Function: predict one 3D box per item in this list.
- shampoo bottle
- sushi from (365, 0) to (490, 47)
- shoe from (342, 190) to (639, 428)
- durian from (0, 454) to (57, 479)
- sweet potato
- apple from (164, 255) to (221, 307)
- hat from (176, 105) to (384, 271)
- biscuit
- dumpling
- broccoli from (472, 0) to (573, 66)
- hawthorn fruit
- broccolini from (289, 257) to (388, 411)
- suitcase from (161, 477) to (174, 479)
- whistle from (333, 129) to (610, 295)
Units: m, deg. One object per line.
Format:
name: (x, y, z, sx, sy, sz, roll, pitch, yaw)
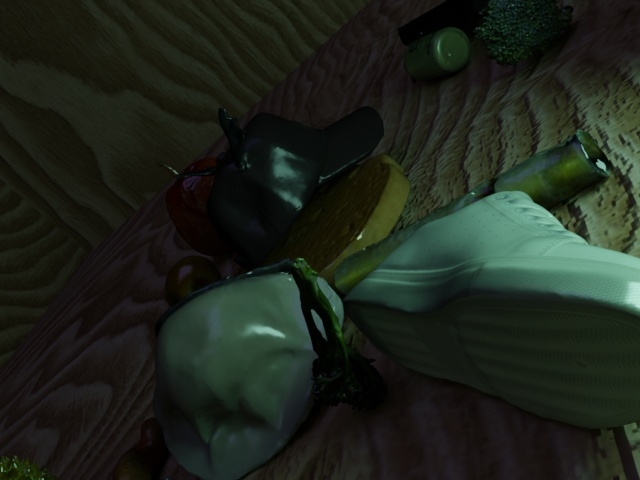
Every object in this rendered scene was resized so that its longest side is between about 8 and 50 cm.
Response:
shampoo bottle: (0.203, -0.337, 1.289, 0.079, 0.079, 0.162, -49, 19, -12)
sushi: (0.277, -0.443, 1.334, 0.343, 0.064, 0.359, -25, 12, 22)
shoe: (0.157, 0.030, 0.543, 0.160, 0.132, 0.363, -46, 14, -19)
durian: (-0.405, 0.407, 0.953, 0.193, 0.138, 0.237, -38, 61, 44)
sweet potato: (-0.240, 0.302, 0.925, 0.055, 0.058, 0.202, -61, 12, 23)
apple: (-0.243, 0.083, 1.332, 0.114, 0.099, 0.102, -49, 21, -21)
hat: (-0.079, -0.141, 1.104, 0.336, 0.209, 0.238, -48, 15, -12)
biscuit: (0.000, 0.000, 1.042, 0.312, 0.057, 0.351, -52, 19, -22)
dumpling: (-0.106, 0.141, 0.812, 0.293, 0.163, 0.204, -30, 22, 24)
broccoli: (0.291, -0.316, 1.050, 0.122, 0.118, 0.204, -53, 1, 10)
hawthorn fruit: (-0.245, -0.096, 1.490, 0.207, 0.243, 0.207, -42, 19, 18)
broccolini: (0.004, 0.093, 0.624, 0.074, 0.201, 0.058, -12, 51, 13)
suitcase: (-0.188, 0.326, 0.758, 0.086, 0.059, 0.126, -31, 21, 35)
whistle: (0.149, -0.015, 0.756, 0.326, 0.057, 0.068, -32, -22, 35)
